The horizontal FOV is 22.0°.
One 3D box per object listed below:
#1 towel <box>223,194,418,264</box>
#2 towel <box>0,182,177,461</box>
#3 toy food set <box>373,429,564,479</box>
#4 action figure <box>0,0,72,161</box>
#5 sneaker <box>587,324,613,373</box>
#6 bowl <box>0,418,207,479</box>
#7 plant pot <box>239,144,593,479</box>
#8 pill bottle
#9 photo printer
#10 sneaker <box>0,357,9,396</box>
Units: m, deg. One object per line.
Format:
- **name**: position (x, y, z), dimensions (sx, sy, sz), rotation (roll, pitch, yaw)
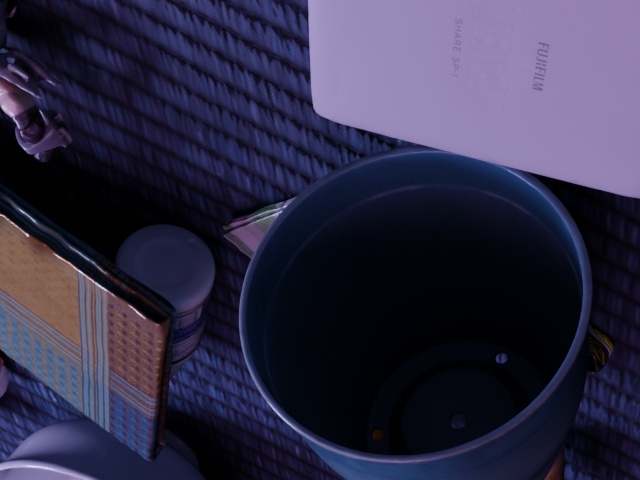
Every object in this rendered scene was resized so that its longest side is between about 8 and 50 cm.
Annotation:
- **towel**: position (0.000, 0.000, 1.465), dimensions (0.152, 0.023, 0.113), rotation (-19, 129, 42)
- **towel**: position (-0.289, 0.039, 1.576), dimensions (0.370, 0.040, 0.271), rotation (34, 148, 15)
- **toy food set**: position (0.153, 0.229, 1.596), dimensions (0.232, 0.111, 0.104), rotation (10, 143, 15)
- **action figure**: position (-0.309, -0.089, 1.401), dimensions (0.185, 0.099, 0.285), rotation (32, 116, 24)
- **sneaker**: position (0.220, 0.085, 1.431), dimensions (0.083, 0.035, 0.031), rotation (34, 143, -15)
- **bowl**: position (-0.227, 0.290, 1.880), dimensions (0.297, 0.134, 0.298), rotation (16, 145, 12)
- **plant pot**: position (0.099, 0.103, 1.350), dimensions (0.271, 0.272, 0.255), rotation (9, 153, 20)
- **pill bottle**: position (-0.155, 0.067, 1.575), dimensions (0.094, 0.094, 0.169), rotation (22, 145, 3)
- **photo printer**: position (0.145, -0.154, 1.094), dimensions (0.307, 0.107, 0.256), rotation (15, 144, 12)
- **sneaker**: position (-0.417, 0.122, 1.853), dimensions (0.158, 0.061, 0.065), rotation (44, 168, -25)
